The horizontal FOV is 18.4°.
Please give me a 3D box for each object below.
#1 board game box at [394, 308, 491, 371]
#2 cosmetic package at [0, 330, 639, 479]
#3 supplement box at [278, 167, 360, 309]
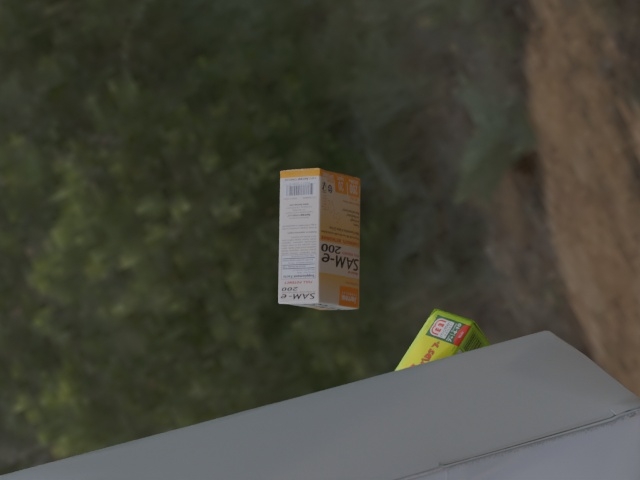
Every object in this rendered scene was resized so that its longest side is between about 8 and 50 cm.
[{"bbox_3d":[0.122,0.145,1.604,0.043,0.092,0.181,18,156,42],"label":"board game box"},{"bbox_3d":[0.005,0.253,0.923,0.097,0.284,0.377,37,135,53],"label":"cosmetic package"},{"bbox_3d":[0.000,0.000,1.441,0.062,0.036,0.098,10,-101,-59],"label":"supplement box"}]
